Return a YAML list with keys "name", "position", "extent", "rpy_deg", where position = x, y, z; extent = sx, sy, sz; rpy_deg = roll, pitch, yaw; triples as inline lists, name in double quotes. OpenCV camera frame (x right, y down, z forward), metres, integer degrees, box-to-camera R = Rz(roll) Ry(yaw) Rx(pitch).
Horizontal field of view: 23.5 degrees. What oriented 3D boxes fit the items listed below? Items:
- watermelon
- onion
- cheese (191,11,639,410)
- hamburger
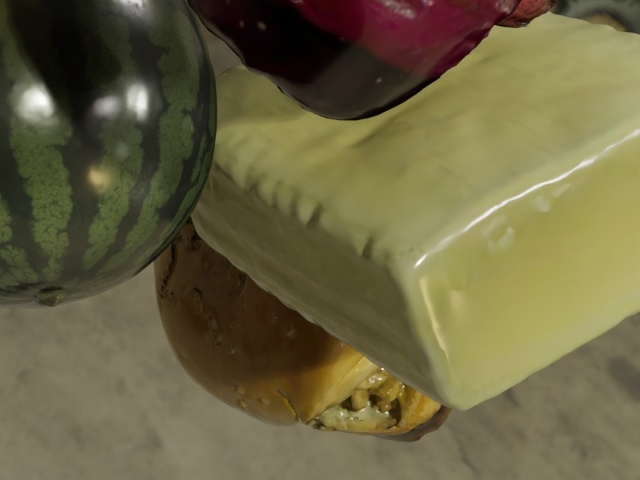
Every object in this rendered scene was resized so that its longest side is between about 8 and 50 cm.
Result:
- name: "watermelon"
  position: [-0.155, -0.066, 0.785]
  extent: [0.212, 0.212, 0.212]
  rpy_deg: [27, 31, -18]
- name: "onion"
  position: [0.038, -0.140, 0.579]
  extent: [0.218, 0.140, 0.195]
  rpy_deg: [22, 34, -41]
- name: "cheese"
  position: [0.076, -0.042, 0.891]
  extent: [0.242, 0.124, 0.265]
  rpy_deg: [-31, 34, -21]
- name: "hamburger"
  position: [0.003, 0.005, 1.195]
  extent: [0.174, 0.284, 0.304]
  rpy_deg: [12, 0, -37]
